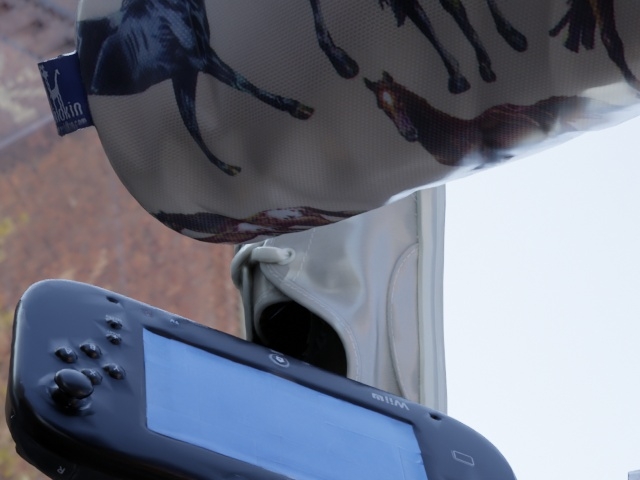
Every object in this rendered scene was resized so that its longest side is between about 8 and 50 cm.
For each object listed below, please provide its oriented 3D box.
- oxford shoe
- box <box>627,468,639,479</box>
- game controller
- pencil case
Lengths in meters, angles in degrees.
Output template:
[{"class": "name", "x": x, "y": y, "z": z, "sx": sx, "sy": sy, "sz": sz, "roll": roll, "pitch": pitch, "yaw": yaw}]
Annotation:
[{"class": "oxford shoe", "x": 0.000, "y": 0.000, "z": 1.245, "sx": 0.169, "sy": 0.130, "sz": 0.449, "roll": -37, "pitch": -135, "yaw": 44}, {"class": "box", "x": 0.154, "y": 0.165, "z": 0.740, "sx": 0.027, "sy": 0.137, "sz": 0.094, "roll": -13, "pitch": -76, "yaw": 14}, {"class": "game controller", "x": -0.023, "y": 0.113, "z": 0.963, "sx": 0.319, "sy": 0.166, "sz": 0.067, "roll": 22, "pitch": -57, "yaw": -18}, {"class": "pencil case", "x": 0.063, "y": -0.123, "z": 0.738, "sx": 0.410, "sy": 0.160, "sz": 0.183, "roll": -18, "pitch": -62, "yaw": 41}]
